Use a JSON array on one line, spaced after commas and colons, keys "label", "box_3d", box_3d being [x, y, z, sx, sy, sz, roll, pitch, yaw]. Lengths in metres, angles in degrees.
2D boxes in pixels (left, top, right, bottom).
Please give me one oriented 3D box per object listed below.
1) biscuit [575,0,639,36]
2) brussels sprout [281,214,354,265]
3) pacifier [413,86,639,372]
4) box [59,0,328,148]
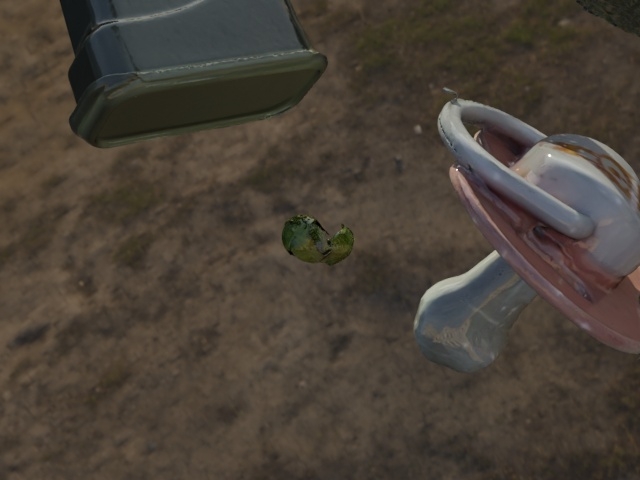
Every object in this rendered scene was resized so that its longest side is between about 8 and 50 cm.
[{"label": "biscuit", "box_3d": [0.184, -0.217, 0.787, 0.046, 0.250, 0.147, -54, 45, 5]}, {"label": "brussels sprout", "box_3d": [0.001, 0.001, 1.149, 0.046, 0.083, 0.051, -32, 55, 49]}, {"label": "pacifier", "box_3d": [0.205, 0.007, 1.053, 0.220, 0.273, 0.332, 9, 19, 14]}, {"label": "box", "box_3d": [-0.149, -0.214, 1.188, 0.274, 0.138, 0.178, -13, 73, -34]}]
